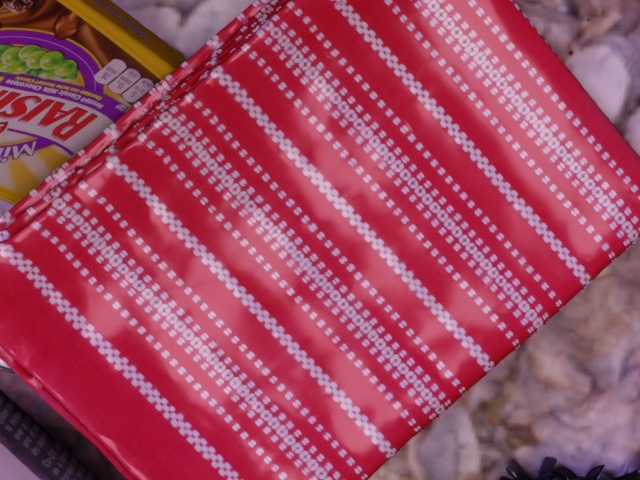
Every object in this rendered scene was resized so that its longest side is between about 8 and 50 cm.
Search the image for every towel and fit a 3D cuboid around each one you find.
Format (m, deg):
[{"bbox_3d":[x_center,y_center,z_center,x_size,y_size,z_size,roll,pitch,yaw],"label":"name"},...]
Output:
[{"bbox_3d":[0.000,0.000,0.602,0.275,0.031,0.199,-41,100,-3],"label":"towel"}]

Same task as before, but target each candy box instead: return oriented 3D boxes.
[{"bbox_3d":[-0.141,-0.074,0.542,0.105,0.206,0.027,-32,66,13],"label":"candy box"}]

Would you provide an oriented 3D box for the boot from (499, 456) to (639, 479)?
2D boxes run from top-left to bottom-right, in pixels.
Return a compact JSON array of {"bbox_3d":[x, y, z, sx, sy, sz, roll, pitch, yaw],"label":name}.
[{"bbox_3d":[0.137,0.163,0.660,0.099,0.045,0.121,-9,96,3],"label":"boot"}]

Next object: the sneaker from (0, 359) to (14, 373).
[{"bbox_3d":[-0.109,0.031,0.639,0.162,0.063,0.073,17,91,-9],"label":"sneaker"}]

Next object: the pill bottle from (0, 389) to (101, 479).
[{"bbox_3d":[-0.184,0.141,0.610,0.278,0.162,0.162,44,102,-7],"label":"pill bottle"}]
